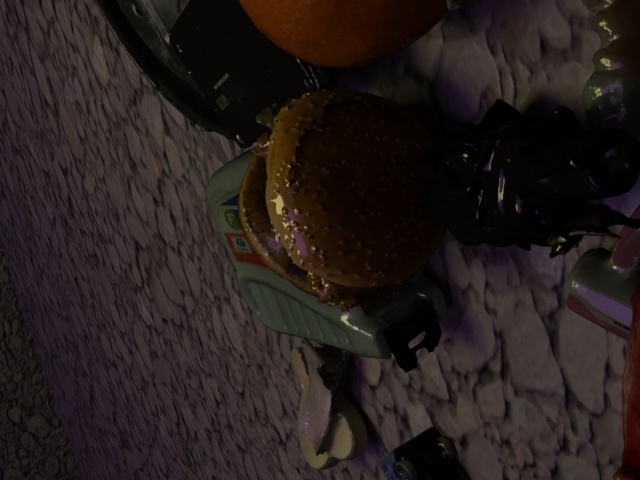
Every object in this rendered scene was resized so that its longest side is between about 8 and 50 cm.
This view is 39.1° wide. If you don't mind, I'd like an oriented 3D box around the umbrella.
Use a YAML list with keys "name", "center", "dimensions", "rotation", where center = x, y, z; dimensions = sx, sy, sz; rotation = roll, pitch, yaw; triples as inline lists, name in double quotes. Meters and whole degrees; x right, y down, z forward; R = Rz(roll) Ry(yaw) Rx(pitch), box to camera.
- name: "umbrella"
  center: [0.137, -0.045, 0.597]
  dimensions: [0.340, 0.118, 0.118]
  rotation: [-122, 7, -89]

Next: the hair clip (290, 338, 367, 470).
- name: "hair clip"
  center: [-0.001, 0.204, 1.172]
  dimensions: [0.159, 0.071, 0.218]
  rotation: [43, 139, 44]

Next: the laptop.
- name: "laptop"
  center: [-0.077, -0.177, 0.858]
  dimensions: [0.154, 0.026, 0.207]
  rotation: [55, 153, -7]

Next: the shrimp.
- name: "shrimp"
  center: [0.150, -0.133, 0.582]
  dimensions: [0.166, 0.049, 0.161]
  rotation: [4, 91, 14]

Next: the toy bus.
- name: "toy bus"
  center: [0.139, 0.301, 1.013]
  dimensions: [0.167, 0.073, 0.076]
  rotation: [59, 149, 14]

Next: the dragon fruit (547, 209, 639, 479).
- name: "dragon fruit"
  center: [0.266, 0.100, 0.462]
  dimensions: [0.250, 0.269, 0.291]
  rotation: [55, 148, 36]

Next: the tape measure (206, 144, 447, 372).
- name: "tape measure"
  center: [0.000, 0.001, 0.953]
  dimensions: [0.243, 0.125, 0.246]
  rotation: [4, 119, 54]

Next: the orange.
- name: "orange"
  center: [0.022, -0.245, 0.678]
  dimensions: [0.224, 0.170, 0.224]
  rotation: [30, 126, 51]

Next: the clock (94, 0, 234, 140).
- name: "clock"
  center: [-0.136, -0.284, 0.939]
  dimensions: [0.386, 0.076, 0.386]
  rotation: [38, 150, 27]

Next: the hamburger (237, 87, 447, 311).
- name: "hamburger"
  center: [0.023, -0.033, 0.780]
  dimensions: [0.118, 0.182, 0.191]
  rotation: [147, 132, -72]

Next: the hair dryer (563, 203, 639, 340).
- name: "hair dryer"
  center: [0.238, 0.007, 0.647]
  dimensions: [0.106, 0.054, 0.154]
  rotation: [32, 133, 39]
